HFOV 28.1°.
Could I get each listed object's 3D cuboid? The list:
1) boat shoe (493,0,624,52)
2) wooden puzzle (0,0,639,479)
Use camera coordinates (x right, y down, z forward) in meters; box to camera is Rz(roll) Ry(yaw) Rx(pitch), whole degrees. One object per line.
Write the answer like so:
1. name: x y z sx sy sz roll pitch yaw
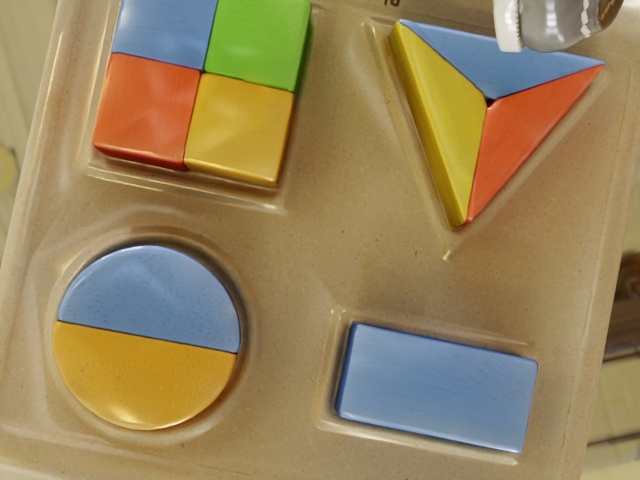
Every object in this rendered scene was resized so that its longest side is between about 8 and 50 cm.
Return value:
1. boat shoe: 0.138 -0.214 0.438 0.112 0.095 0.335 57 -133 -66
2. wooden puzzle: 0.000 0.000 0.658 0.080 0.322 0.348 -143 64 -87
